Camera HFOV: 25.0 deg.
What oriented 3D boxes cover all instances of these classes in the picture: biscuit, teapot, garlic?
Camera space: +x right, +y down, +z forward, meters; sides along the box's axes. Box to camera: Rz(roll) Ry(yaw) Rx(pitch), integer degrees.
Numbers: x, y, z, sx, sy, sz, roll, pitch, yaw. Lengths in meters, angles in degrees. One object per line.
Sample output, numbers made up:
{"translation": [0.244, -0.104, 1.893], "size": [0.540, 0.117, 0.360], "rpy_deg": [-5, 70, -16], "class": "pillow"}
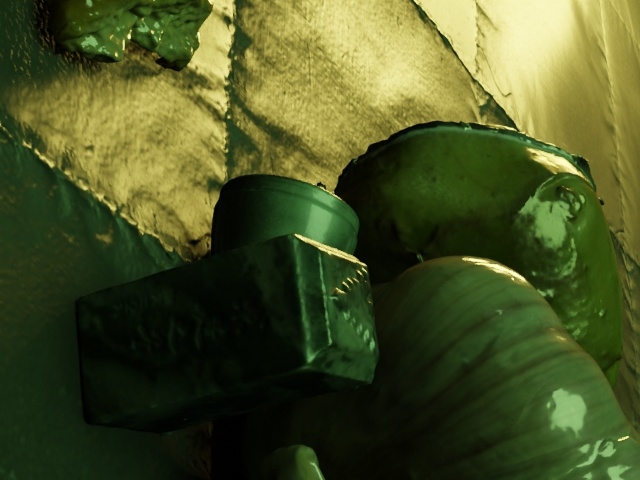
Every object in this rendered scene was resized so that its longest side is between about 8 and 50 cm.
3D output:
{"translation": [-0.136, -0.186, 1.040], "size": [0.183, 0.061, 0.118], "rpy_deg": [-14, 87, -62], "class": "biscuit"}
{"translation": [-0.040, 0.023, 1.092], "size": [0.111, 0.149, 0.108], "rpy_deg": [20, 66, -12], "class": "teapot"}
{"translation": [0.087, 0.169, 1.005], "size": [0.241, 0.322, 0.322], "rpy_deg": [-43, 117, -30], "class": "garlic"}

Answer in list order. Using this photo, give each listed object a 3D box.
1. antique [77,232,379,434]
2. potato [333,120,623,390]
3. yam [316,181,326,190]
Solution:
{"translation": [-0.056, 0.061, 0.918], "size": [0.086, 0.183, 0.088], "rpy_deg": [20, 57, -57], "class": "antique"}
{"translation": [0.140, 0.058, 1.212], "size": [0.299, 0.246, 0.196], "rpy_deg": [55, 18, -43], "class": "potato"}
{"translation": [0.000, 0.000, 1.243], "size": [0.014, 0.014, 0.107], "rpy_deg": [33, 49, -52], "class": "yam"}
